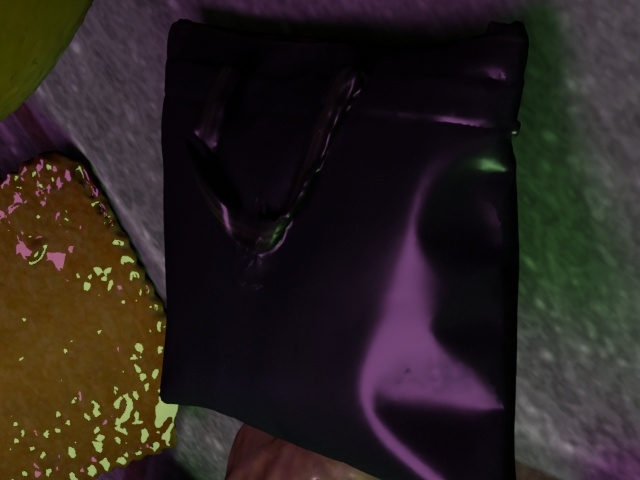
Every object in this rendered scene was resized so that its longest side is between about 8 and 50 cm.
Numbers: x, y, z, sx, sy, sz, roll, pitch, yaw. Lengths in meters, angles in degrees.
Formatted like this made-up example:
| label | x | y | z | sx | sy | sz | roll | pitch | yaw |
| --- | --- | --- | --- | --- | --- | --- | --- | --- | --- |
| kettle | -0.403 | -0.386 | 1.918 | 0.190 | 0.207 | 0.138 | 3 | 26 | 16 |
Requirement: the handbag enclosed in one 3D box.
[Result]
| label | x | y | z | sx | sy | sz | roll | pitch | yaw |
| --- | --- | --- | --- | --- | --- | --- | --- | --- | --- |
| handbag | 0.000 | 0.000 | 0.706 | 0.254 | 0.089 | 0.211 | 13 | 103 | 49 |

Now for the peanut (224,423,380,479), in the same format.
| label | x | y | z | sx | sy | sz | roll | pitch | yaw |
| --- | --- | --- | --- | --- | --- | --- | --- | --- | --- |
| peanut | 0.001 | 0.161 | 0.894 | 0.123 | 0.123 | 0.256 | 40 | 148 | 17 |

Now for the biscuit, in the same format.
| label | x | y | z | sx | sy | sz | roll | pitch | yaw |
| --- | --- | --- | --- | --- | --- | --- | --- | --- | --- |
| biscuit | -0.215 | 0.076 | 1.030 | 0.013 | 0.232 | 0.237 | -93 | -21 | -65 |

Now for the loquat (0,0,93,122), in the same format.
| label | x | y | z | sx | sy | sz | roll | pitch | yaw |
| --- | --- | --- | --- | --- | --- | --- | --- | --- | --- |
| loquat | -0.226 | -0.185 | 0.664 | 0.328 | 0.359 | 0.328 | 1 | 92 | 19 |
